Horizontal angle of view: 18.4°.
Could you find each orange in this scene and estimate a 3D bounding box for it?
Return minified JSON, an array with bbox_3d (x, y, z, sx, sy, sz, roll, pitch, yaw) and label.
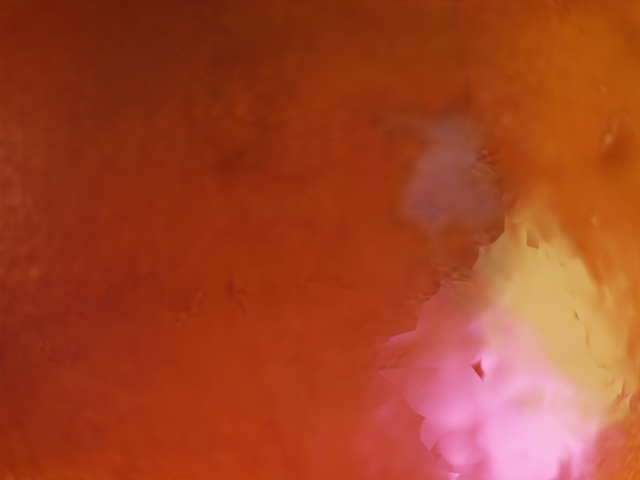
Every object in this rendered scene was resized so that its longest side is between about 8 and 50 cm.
[{"bbox_3d":[0.000,0.000,0.570,0.261,0.261,0.261,10,90,-68],"label":"orange"}]
